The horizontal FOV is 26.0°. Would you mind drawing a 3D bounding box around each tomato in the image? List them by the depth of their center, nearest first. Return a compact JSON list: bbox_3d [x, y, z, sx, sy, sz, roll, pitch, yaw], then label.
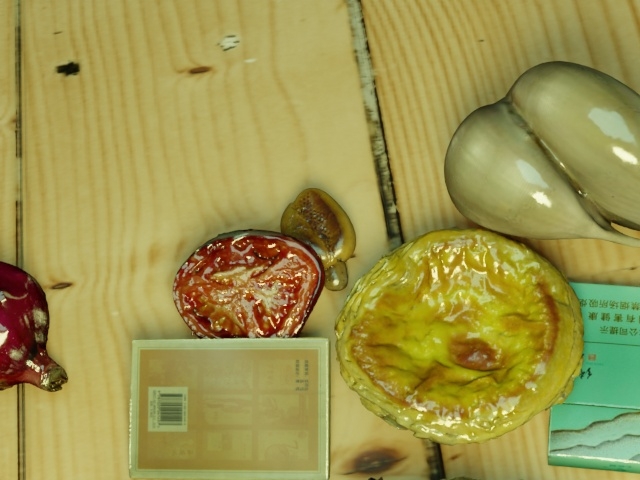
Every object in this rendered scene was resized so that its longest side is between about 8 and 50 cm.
[{"bbox_3d":[-0.086,0.063,1.720,0.174,0.082,0.166,26,84,15],"label":"tomato"}]

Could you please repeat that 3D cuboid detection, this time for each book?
[{"bbox_3d":[-0.108,0.200,1.650,0.242,0.018,0.170,0,83,8],"label":"book"}]

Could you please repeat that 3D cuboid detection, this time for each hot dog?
[{"bbox_3d":[0.002,-0.001,1.768,0.090,0.060,0.140,-34,54,-7],"label":"hot dog"}]

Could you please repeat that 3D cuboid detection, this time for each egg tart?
[{"bbox_3d":[0.164,0.121,1.637,0.295,0.116,0.294,-3,57,5],"label":"egg tart"}]

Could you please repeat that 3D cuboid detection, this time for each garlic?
[{"bbox_3d":[0.306,-0.066,1.664,0.340,0.246,0.231,40,80,24],"label":"garlic"}]

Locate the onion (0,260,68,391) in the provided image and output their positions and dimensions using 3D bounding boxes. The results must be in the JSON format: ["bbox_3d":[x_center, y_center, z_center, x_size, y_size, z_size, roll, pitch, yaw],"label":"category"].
[{"bbox_3d":[-0.398,0.115,1.708,0.198,0.135,0.173,28,70,20],"label":"onion"}]

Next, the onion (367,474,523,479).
[{"bbox_3d":[0.158,0.347,1.445,0.272,0.272,0.195,7,93,12],"label":"onion"}]

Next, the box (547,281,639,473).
[{"bbox_3d":[0.355,0.160,1.627,0.162,0.041,0.229,4,60,11],"label":"box"}]
